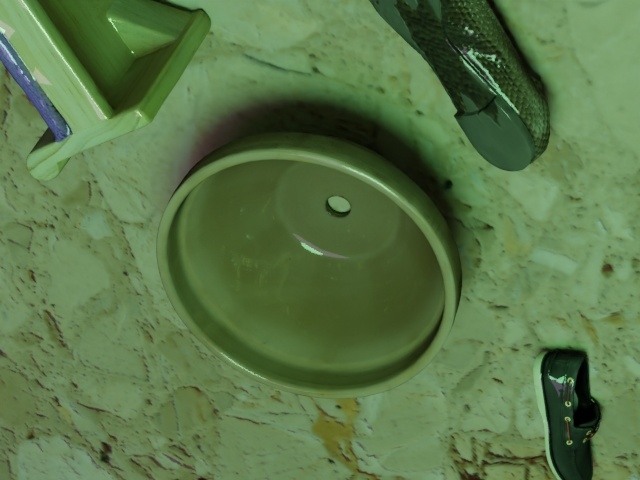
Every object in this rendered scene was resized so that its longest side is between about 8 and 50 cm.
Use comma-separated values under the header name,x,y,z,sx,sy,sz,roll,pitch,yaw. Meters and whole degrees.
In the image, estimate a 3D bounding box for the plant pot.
name,x,y,z,sx,sy,sz,roll,pitch,yaw
plant pot,0.000,0.000,1.494,0.237,0.109,0.237,9,128,12

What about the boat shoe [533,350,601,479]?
name,x,y,z,sx,sy,sz,roll,pitch,yaw
boat shoe,0.207,0.150,1.574,0.042,0.049,0.133,3,123,28

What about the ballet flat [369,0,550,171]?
name,x,y,z,sx,sy,sz,roll,pitch,yaw
ballet flat,0.095,-0.162,1.379,0.084,0.058,0.250,-12,118,52

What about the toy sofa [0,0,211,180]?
name,x,y,z,sx,sy,sz,roll,pitch,yaw
toy sofa,-0.259,-0.226,1.387,0.177,0.150,0.362,-20,117,29
